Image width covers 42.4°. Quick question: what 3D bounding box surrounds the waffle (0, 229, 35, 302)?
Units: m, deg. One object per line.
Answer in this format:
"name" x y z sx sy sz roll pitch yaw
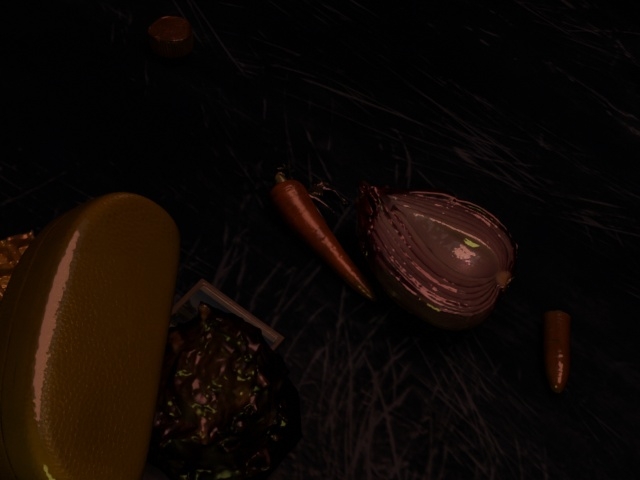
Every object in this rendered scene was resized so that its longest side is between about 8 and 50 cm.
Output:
"waffle" -0.426 0.087 1.026 0.211 0.055 0.160 -22 64 -36

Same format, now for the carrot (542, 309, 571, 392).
"carrot" 0.368 0.173 1.282 0.048 0.048 0.139 19 48 -7

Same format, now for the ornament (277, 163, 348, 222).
"ornament" -0.018 -0.086 1.357 0.125 0.028 0.073 38 49 9

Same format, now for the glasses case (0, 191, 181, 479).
"glasses case" -0.282 0.121 0.954 0.173 0.141 0.371 27 57 -41

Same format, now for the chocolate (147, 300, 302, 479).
"chocolate" -0.122 0.169 0.992 0.224 0.177 0.206 37 52 12

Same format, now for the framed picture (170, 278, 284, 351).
"framed picture" -0.138 0.127 1.141 0.149 0.011 0.109 34 48 8

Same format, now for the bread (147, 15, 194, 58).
"bread" -0.266 -0.357 1.468 0.085 0.053 0.085 3 49 -4

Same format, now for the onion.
"onion" 0.156 0.015 1.278 0.283 0.120 0.227 39 50 8

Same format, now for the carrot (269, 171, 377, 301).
"carrot" 0.000 0.000 1.283 0.061 0.061 0.256 -28 76 -37
